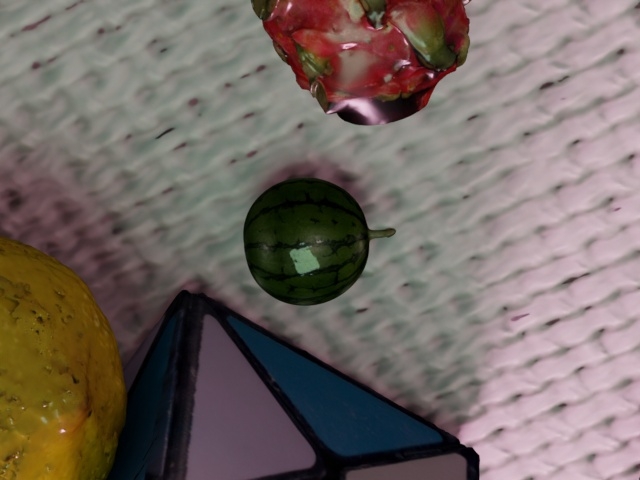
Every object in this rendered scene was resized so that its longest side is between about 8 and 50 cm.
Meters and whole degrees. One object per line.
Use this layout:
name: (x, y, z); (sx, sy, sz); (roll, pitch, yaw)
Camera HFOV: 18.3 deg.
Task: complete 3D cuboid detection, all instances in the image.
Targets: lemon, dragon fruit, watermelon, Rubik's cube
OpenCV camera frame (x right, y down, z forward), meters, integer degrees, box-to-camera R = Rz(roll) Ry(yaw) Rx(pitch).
lemon: (-0.284, 0.121, 1.469); (0.258, 0.258, 0.310); (45, 148, -25)
dragon fruit: (0.033, -0.180, 1.330); (0.166, 0.160, 0.172); (23, 136, 43)
watermelon: (-0.007, 0.000, 1.499); (0.109, 0.109, 0.109); (2, 127, 3)
Rubik's cube: (-0.071, 0.269, 1.570); (0.305, 0.310, 0.307); (29, 119, -12)

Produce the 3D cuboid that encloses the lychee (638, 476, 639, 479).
lychee: (0.379, 0.256, 1.546); (0.300, 0.300, 0.300); (2, 127, 3)
